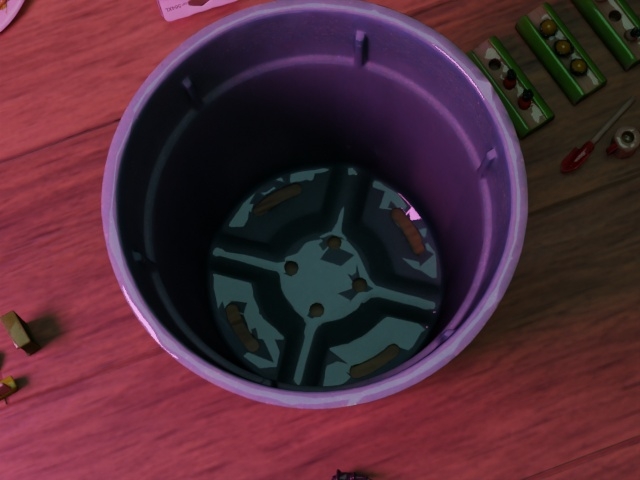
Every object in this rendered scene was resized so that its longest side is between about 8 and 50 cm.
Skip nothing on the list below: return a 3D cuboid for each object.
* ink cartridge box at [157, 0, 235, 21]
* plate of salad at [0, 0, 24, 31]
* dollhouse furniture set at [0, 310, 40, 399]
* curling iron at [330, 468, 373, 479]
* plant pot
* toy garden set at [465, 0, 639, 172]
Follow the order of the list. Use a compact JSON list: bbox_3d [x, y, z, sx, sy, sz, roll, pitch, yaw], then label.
[{"bbox_3d":[-0.144,-0.311,1.487,0.092,0.090,0.143,-19,76,-3],"label":"ink cartridge box"},{"bbox_3d":[-0.406,-0.298,1.500,0.200,0.048,0.199,0,89,2],"label":"plate of salad"},{"bbox_3d":[-0.354,0.132,1.404,0.152,0.058,0.076,-30,77,-5],"label":"dollhouse furniture set"},{"bbox_3d":[-0.060,0.302,1.367,0.274,0.035,0.068,-27,73,-5],"label":"curling iron"},{"bbox_3d":[0.000,0.000,1.284,0.341,0.334,0.341,0,77,2],"label":"plant pot"},{"bbox_3d":[0.307,-0.180,1.462,0.244,0.049,0.204,-33,78,-6],"label":"toy garden set"}]
